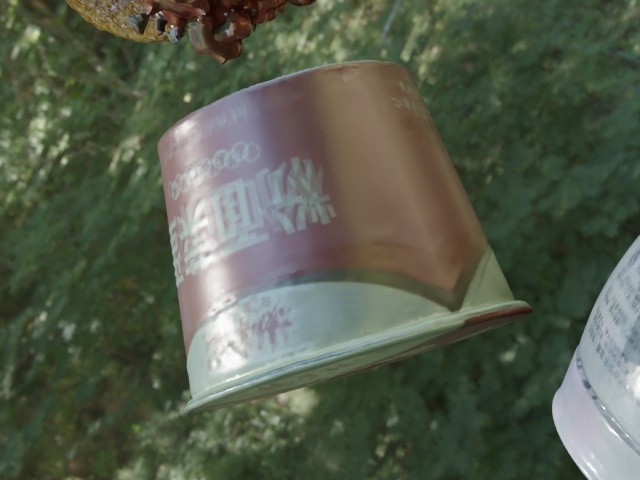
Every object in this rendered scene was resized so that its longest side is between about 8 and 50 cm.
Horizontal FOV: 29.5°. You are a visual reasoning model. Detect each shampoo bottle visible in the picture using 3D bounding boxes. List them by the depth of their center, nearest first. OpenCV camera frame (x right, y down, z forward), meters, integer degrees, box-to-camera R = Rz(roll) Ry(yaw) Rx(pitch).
[{"bbox_3d":[0.342,0.104,0.952,0.266,0.273,0.273,-59,8,24],"label":"shampoo bottle"}]

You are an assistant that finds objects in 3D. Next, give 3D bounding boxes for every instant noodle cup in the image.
[{"bbox_3d":[0.000,0.000,0.797,0.235,0.234,0.179,131,123,-74],"label":"instant noodle cup"}]

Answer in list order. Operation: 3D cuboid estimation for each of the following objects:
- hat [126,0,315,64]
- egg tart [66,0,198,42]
[{"bbox_3d":[-0.075,-0.194,0.374,0.107,0.286,0.236,-32,11,-22],"label":"hat"},{"bbox_3d":[-0.143,-0.284,1.087,0.215,0.215,0.171,121,174,-56],"label":"egg tart"}]
